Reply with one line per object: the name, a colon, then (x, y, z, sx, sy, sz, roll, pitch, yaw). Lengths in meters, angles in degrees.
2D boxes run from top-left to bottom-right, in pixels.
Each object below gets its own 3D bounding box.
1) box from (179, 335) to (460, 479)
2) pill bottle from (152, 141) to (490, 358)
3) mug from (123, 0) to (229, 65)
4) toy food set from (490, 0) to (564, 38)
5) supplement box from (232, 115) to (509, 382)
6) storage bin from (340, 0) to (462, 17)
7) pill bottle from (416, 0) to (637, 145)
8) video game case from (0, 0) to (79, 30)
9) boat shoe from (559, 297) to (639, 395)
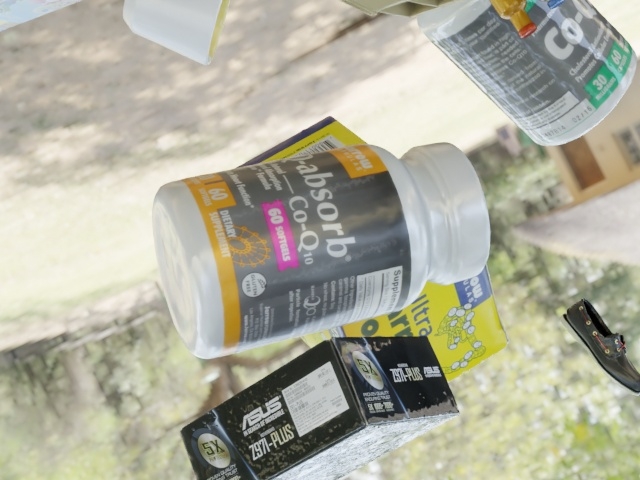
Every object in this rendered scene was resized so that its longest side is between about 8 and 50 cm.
box: (0.000, 0.152, 1.020, 0.180, 0.077, 0.147, -34, 158, 30)
pill bottle: (0.000, 0.000, 1.097, 0.278, 0.162, 0.162, -13, 175, -18)
mug: (-0.098, -0.154, 0.827, 0.064, 0.062, 0.078, 16, 160, -2)
toy food set: (0.328, -0.364, 1.565, 0.232, 0.104, 0.111, -29, 171, -11)
supplement box: (0.041, 0.024, 1.512, 0.195, 0.194, 0.356, -30, -144, -13)
storage bin: (0.034, -0.295, 0.989, 0.260, 0.123, 0.262, 21, 173, -21)
pill bottle: (0.271, -0.322, 1.768, 0.204, 0.361, 0.204, -42, -158, 21)
video game case: (-0.306, -0.261, 1.211, 0.285, 0.025, 0.204, -13, 176, 27)
boat shoe: (0.346, 0.128, 1.470, 0.042, 0.133, 0.049, -47, 158, 23)
